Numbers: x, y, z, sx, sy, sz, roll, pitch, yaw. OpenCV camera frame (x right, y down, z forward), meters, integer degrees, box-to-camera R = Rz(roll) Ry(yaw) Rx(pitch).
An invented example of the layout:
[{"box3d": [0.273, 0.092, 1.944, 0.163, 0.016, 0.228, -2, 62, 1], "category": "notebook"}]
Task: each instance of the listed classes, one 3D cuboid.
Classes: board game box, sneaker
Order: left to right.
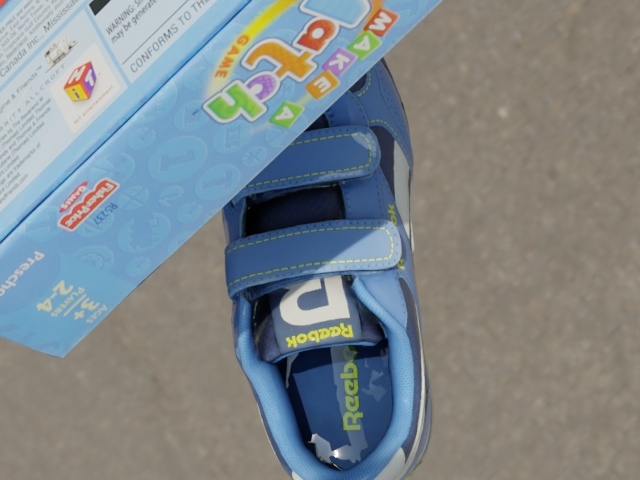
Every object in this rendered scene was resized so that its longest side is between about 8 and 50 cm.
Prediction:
[{"box3d": [-0.045, -0.106, 0.379, 0.160, 0.039, 0.211, -42, 52, 16], "category": "board game box"}, {"box3d": [0.000, 0.000, 0.465, 0.053, 0.059, 0.144, -13, 94, 9], "category": "sneaker"}]
